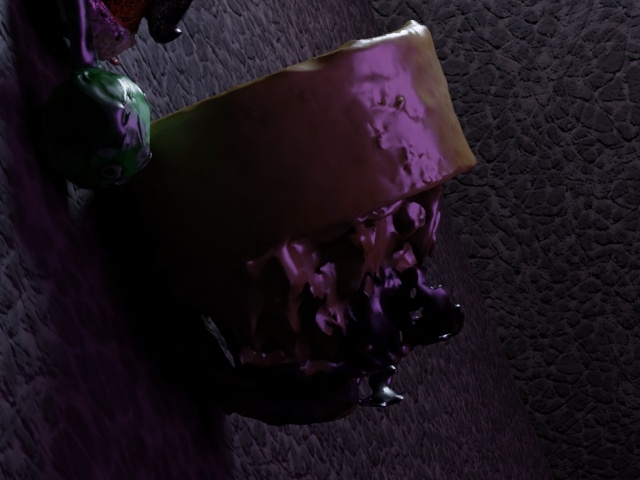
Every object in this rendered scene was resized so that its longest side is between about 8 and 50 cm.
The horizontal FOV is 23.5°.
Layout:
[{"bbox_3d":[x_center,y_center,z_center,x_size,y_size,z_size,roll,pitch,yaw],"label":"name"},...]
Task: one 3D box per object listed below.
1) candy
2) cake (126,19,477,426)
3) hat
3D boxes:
[{"bbox_3d":[-0.205,-0.202,1.276,0.097,0.097,0.324,5,74,-77],"label":"candy"},{"bbox_3d":[0.003,-0.002,1.408,0.332,0.332,0.321,-41,112,-77],"label":"cake"},{"bbox_3d":[-0.146,-0.243,1.371,0.140,0.227,0.129,56,16,-29],"label":"hat"}]
